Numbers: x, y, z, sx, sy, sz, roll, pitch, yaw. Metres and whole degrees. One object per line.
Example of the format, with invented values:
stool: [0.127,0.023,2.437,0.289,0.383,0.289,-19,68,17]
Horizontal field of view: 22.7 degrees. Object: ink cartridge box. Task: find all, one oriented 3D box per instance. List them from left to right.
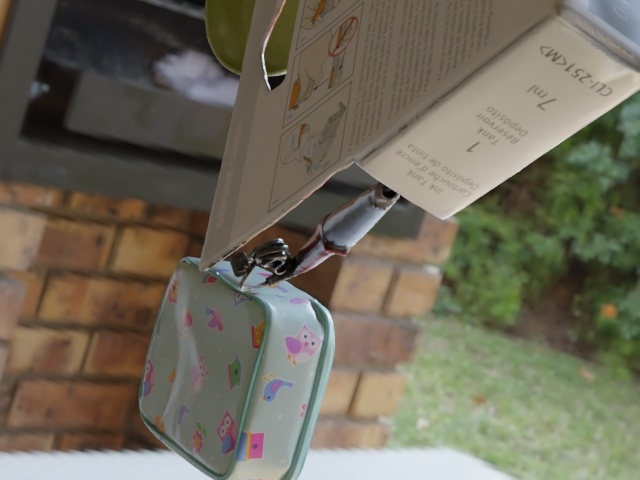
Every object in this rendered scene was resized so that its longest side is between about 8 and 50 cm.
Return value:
ink cartridge box: [0.053,-0.127,0.755,0.060,0.239,0.275,30,48,-24]

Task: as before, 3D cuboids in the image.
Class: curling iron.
curling iron: [0.000,0.000,1.204,0.068,0.035,0.274,-16,-5,-25]

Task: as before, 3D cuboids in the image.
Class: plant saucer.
plant saucer: [0.000,-0.235,1.304,0.037,0.241,0.241,29,0,-38]

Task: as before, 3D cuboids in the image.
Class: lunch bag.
lunch bag: [-0.096,0.145,1.740,0.108,0.224,0.279,9,7,-28]
